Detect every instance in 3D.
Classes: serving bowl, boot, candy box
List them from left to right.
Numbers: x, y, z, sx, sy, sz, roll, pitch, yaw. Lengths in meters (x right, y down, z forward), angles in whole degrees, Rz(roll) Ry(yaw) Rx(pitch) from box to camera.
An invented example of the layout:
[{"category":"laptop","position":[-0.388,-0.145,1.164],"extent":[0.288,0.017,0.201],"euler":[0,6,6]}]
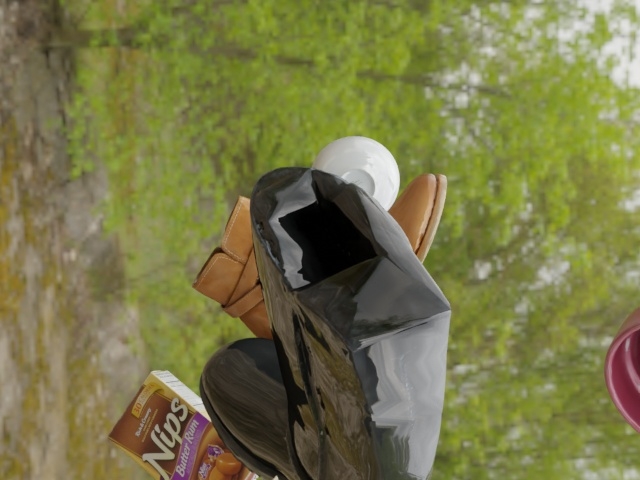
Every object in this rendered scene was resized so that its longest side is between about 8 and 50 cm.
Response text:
[{"category":"candy box","position":[-0.170,0.265,1.513],"extent":[0.109,0.187,0.053],"euler":[-56,162,8]},{"category":"boot","position":[-0.020,0.104,1.126],"extent":[0.367,0.146,0.445],"euler":[37,-24,32]},{"category":"boot","position":[0.000,0.000,1.393],"extent":[0.283,0.220,0.109],"euler":[-57,-174,14]},{"category":"serving bowl","position":[0.032,-0.051,1.068],"extent":[0.027,0.083,0.083],"euler":[-98,-174,-73]}]

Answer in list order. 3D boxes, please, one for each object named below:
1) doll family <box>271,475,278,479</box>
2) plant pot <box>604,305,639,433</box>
[{"category":"doll family","position":[-0.026,0.268,0.988],"extent":[0.076,0.111,0.193],"euler":[-46,173,-27]},{"category":"plant pot","position":[0.451,0.123,1.348],"extent":[0.180,0.201,0.201],"euler":[-44,145,-43]}]
